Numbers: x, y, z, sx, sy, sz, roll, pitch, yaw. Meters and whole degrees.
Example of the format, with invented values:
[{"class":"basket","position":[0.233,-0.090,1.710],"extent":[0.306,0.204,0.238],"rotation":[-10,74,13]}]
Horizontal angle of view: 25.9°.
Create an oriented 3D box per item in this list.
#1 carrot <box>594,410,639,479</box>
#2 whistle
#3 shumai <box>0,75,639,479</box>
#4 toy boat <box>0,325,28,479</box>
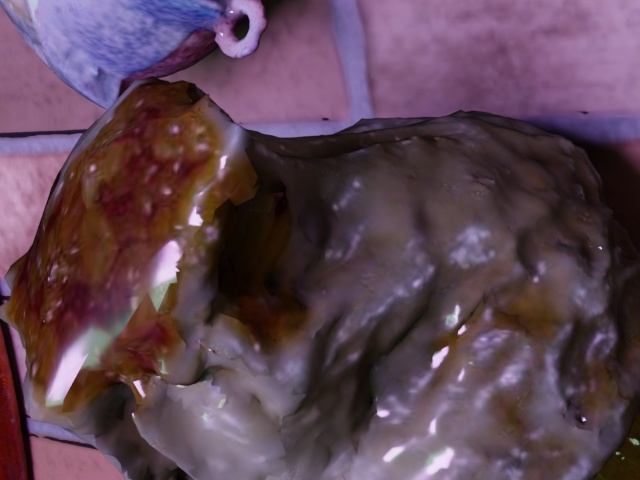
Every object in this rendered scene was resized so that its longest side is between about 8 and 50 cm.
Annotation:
[{"class":"carrot","position":[0.148,0.073,0.613],"extent":[0.060,0.060,0.186],"rotation":[35,130,24]},{"class":"whistle","position":[-0.140,-0.183,0.716],"extent":[0.346,0.134,0.142],"rotation":[40,132,33]},{"class":"shumai","position":[0.000,0.000,0.573],"extent":[0.225,0.260,0.222],"rotation":[-26,115,17]},{"class":"toy boat","position":[-0.279,0.051,0.954],"extent":[0.136,0.079,0.392],"rotation":[6,114,36]}]
